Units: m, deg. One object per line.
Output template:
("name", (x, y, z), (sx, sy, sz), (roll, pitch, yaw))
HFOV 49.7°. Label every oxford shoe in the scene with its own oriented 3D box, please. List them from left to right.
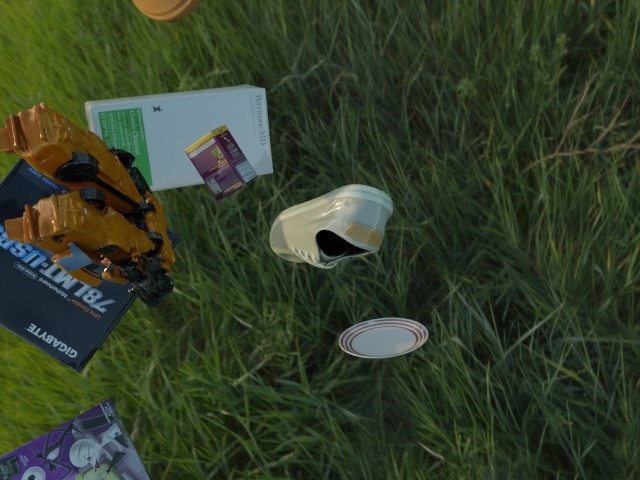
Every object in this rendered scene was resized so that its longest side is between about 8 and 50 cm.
("oxford shoe", (0.000, 0.000, 1.491), (0.169, 0.449, 0.130), (20, 70, -22))

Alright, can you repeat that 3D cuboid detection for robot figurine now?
("robot figurine", (-0.256, -0.031, 0.808), (0.085, 0.291, 0.211), (-18, 72, 4))

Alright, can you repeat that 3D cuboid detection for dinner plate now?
("dinner plate", (0.099, 0.157, 1.089), (0.141, 0.141, 0.017), (-3, 106, 17))

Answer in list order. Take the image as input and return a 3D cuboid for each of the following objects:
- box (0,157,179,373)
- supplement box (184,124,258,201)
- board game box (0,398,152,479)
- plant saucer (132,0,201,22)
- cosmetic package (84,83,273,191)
("box", (-0.449, 0.027, 1.192), (0.293, 0.295, 0.073), (-54, 17, -10))
("supplement box", (-0.133, -0.103, 0.927), (0.055, 0.043, 0.083), (-27, 100, 29))
("board game box", (-0.326, 0.410, 0.980), (0.208, 0.056, 0.347), (-30, 52, -17))
("plant saucer", (-0.199, -0.377, 0.860), (0.200, 0.037, 0.200), (8, 102, 42))
("cosmetic package", (-0.302, -0.221, 1.492), (0.365, 0.197, 0.155), (-12, 18, -19))
